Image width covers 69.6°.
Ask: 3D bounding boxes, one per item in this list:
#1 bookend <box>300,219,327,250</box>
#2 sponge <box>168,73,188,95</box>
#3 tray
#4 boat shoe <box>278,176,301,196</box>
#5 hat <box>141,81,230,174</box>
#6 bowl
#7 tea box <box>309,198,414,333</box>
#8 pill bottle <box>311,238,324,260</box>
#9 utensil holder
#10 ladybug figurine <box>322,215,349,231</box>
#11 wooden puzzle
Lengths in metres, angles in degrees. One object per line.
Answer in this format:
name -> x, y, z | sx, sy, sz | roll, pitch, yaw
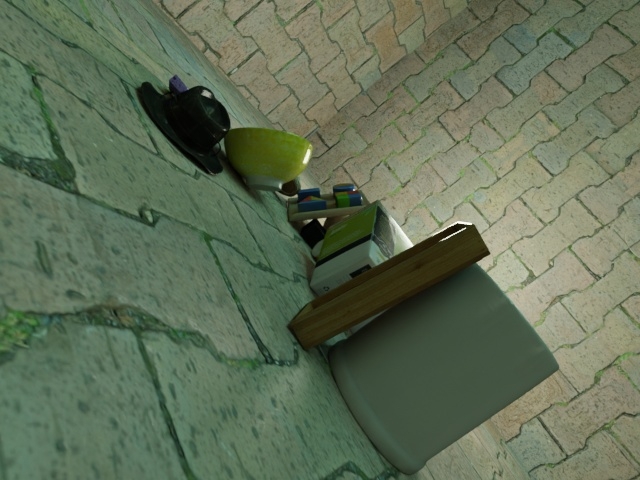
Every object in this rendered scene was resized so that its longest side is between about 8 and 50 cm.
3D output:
bookend -> 0.000, 0.000, 1.788 | 0.156, 0.072, 0.157 | 52, 8, -9
sponge -> -0.387, -0.407, 1.430 | 0.210, 0.031, 0.117 | 49, -13, -13
tray -> 0.145, 0.092, 0.998 | 0.076, 0.411, 0.203 | 60, 9, 1
boat shoe -> -0.209, -0.299, 1.825 | 0.324, 0.123, 0.116 | 47, 14, 8
hat -> -0.328, -0.336, 1.238 | 0.331, 0.134, 0.331 | 50, 9, -11
bowl -> -0.173, -0.245, 1.486 | 0.289, 0.289, 0.156 | 21, 74, -74
tea box -> 0.174, 0.112, 1.440 | 0.329, 0.220, 0.323 | 50, 30, -20
pill bottle -> 0.044, 0.072, 1.674 | 0.152, 0.086, 0.086 | 48, 9, -24
utensil holder -> 0.268, 0.267, 1.039 | 0.327, 0.385, 0.327 | 51, 8, -10
ladybug figurine -> 0.138, -0.003, 2.065 | 0.449, 0.162, 0.305 | 38, 43, -57
wooden puzzle -> 0.028, -0.162, 1.836 | 0.348, 0.322, 0.080 | -106, -171, -73
